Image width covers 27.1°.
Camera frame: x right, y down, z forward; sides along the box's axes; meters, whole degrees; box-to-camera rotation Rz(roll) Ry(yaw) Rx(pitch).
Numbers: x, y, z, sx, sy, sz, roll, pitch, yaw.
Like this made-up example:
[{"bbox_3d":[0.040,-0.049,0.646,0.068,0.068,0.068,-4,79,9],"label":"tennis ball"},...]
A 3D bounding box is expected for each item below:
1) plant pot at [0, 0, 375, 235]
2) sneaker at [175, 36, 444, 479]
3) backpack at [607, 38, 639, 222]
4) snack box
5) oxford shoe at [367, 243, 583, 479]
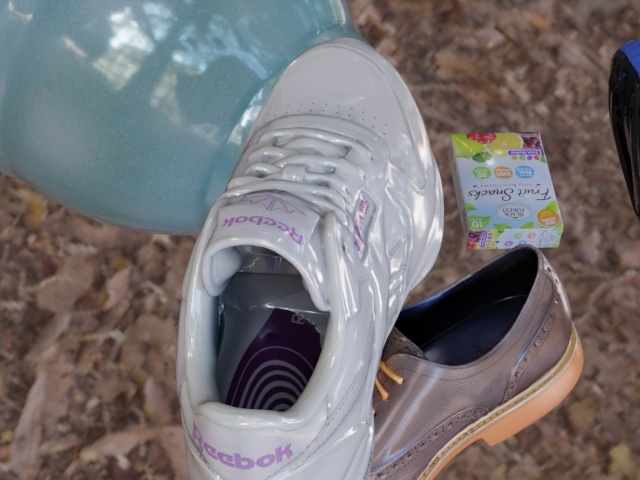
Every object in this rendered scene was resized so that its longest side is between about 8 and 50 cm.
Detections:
[{"bbox_3d":[-0.082,-0.119,0.970,0.196,0.293,0.293,35,36,15],"label":"plant pot"},{"bbox_3d":[0.000,0.000,0.666,0.114,0.152,0.305,4,56,8],"label":"sneaker"},{"bbox_3d":[0.182,-0.042,0.587,0.098,0.101,0.120,-105,170,-58],"label":"backpack"},{"bbox_3d":[0.196,-0.055,1.423,0.100,0.037,0.141,-2,50,-4],"label":"snack box"},{"bbox_3d":[0.034,0.128,0.985,0.363,0.133,0.130,-36,47,-17],"label":"oxford shoe"}]
